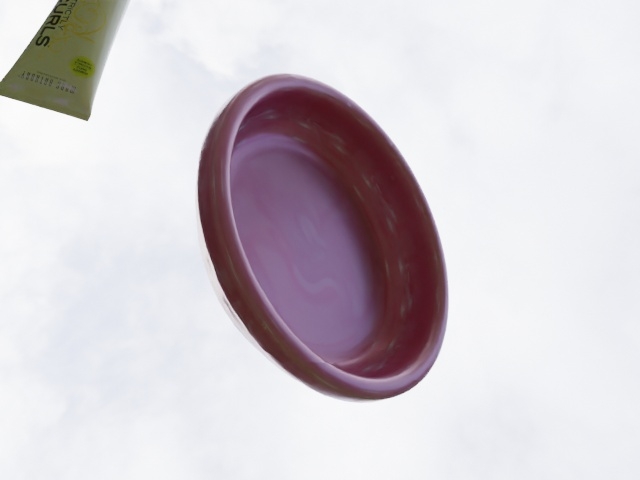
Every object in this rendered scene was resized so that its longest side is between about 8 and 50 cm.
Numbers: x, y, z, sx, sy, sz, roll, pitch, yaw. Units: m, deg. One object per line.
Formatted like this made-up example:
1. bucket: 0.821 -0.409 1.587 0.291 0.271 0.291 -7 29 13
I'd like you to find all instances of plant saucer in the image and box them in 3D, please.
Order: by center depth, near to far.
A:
1. plant saucer: 0.000 0.000 0.757 0.084 0.332 0.332 -25 -92 37

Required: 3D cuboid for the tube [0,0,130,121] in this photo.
1. tube: -0.246 -0.224 0.797 0.070 0.062 0.240 -8 -129 28
